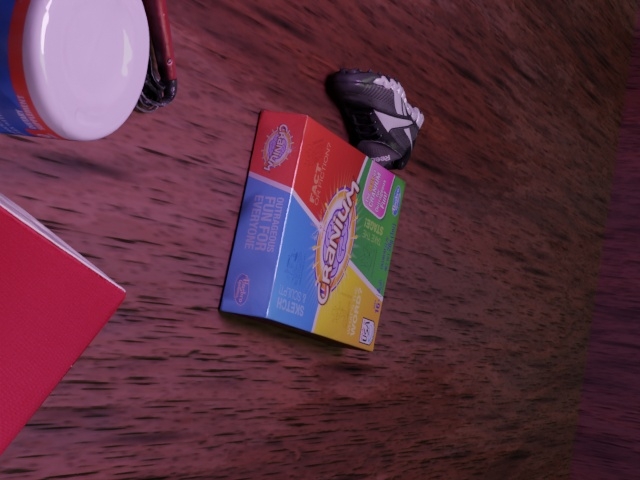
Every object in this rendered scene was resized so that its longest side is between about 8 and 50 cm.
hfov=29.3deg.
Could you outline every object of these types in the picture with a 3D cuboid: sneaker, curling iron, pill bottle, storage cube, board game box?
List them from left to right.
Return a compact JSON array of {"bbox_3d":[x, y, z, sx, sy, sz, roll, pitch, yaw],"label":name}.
[{"bbox_3d":[-0.280,0.034,0.777,0.193,0.184,0.215,-52,148,-6],"label":"storage cube"},{"bbox_3d":[-0.240,-0.136,0.835,0.124,0.222,0.124,-24,117,-59],"label":"pill bottle"},{"bbox_3d":[-0.168,-0.253,1.154,0.068,0.035,0.274,-32,125,-57],"label":"curling iron"},{"bbox_3d":[0.000,0.000,1.524,0.316,0.064,0.242,25,75,-63],"label":"board game box"},{"bbox_3d":[0.076,-0.152,1.620,0.234,0.078,0.106,31,67,-64],"label":"sneaker"}]
